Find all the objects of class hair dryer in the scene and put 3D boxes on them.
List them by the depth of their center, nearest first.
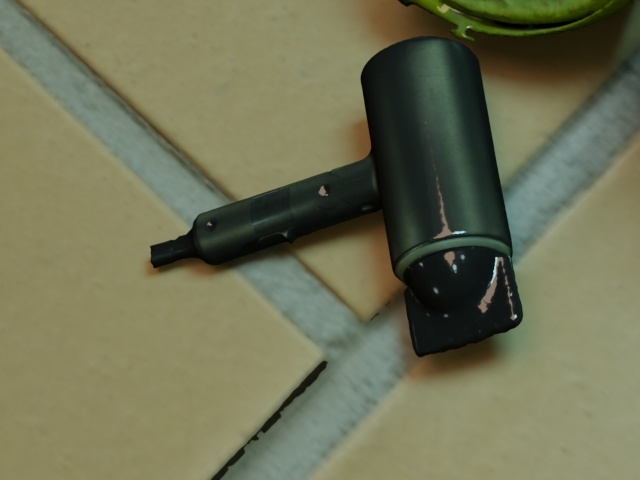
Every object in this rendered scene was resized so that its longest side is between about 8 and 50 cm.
[{"bbox_3d":[0.000,0.000,1.083,0.248,0.078,0.196,-19,61,22],"label":"hair dryer"}]

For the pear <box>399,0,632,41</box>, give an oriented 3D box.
[{"bbox_3d":[0.191,-0.282,1.055,0.176,0.286,0.282,35,55,15],"label":"pear"}]
